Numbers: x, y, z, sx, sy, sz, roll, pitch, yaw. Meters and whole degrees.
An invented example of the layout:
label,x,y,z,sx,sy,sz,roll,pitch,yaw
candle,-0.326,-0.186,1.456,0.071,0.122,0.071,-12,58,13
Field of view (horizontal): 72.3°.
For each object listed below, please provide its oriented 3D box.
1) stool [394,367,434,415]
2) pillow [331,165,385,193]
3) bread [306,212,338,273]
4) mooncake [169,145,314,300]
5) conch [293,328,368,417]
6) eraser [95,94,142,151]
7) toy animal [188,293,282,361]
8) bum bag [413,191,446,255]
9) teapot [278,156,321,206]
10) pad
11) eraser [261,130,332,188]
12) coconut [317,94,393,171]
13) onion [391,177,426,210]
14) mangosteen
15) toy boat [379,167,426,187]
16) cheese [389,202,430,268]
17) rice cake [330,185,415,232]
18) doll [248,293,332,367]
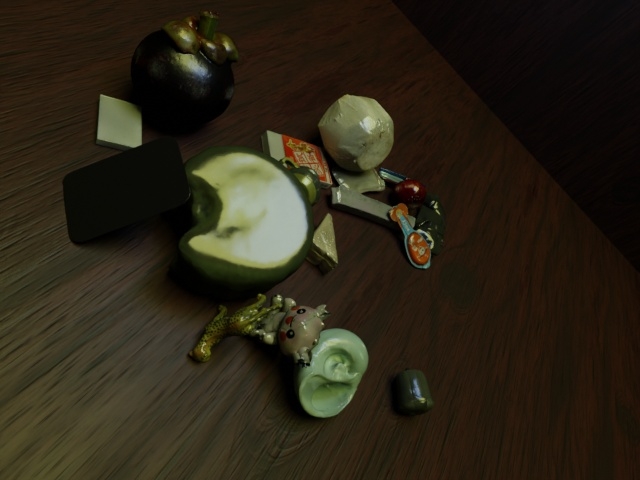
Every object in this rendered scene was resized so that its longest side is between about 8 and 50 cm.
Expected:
label,x,y,z,sx,sy,sz,roll,pitch,yaw
stool,0.247,0.405,1.172,0.096,0.096,0.110,19,45,-29
pillow,0.141,-0.220,1.567,0.233,0.038,0.130,-18,73,-44
bread,0.019,0.008,1.274,0.105,0.077,0.152,38,47,-6
mooncake,-0.190,-0.039,1.021,0.352,0.187,0.350,10,64,-21
conch,0.019,0.309,1.029,0.221,0.121,0.184,-22,83,-38
eraser,-0.502,-0.291,1.099,0.104,0.023,0.150,10,56,-35
toy animal,-0.179,0.183,0.926,0.073,0.182,0.136,63,28,-12
bum bag,0.424,-0.081,1.674,0.142,0.080,0.326,39,43,-16
teapot,-0.067,-0.174,1.294,0.165,0.131,0.119,59,25,-19
pad,-0.413,-0.112,0.923,0.267,0.004,0.181,-20,69,1
eraser,-0.075,-0.260,1.419,0.231,0.038,0.157,10,55,-36
coconut,0.113,-0.375,1.502,0.245,0.244,0.247,-9,49,-43
onion,0.329,-0.172,1.627,0.131,0.131,0.131,21,49,-27
mangosteen,-0.341,-0.456,1.142,0.275,0.302,0.274,26,33,-19
toy boat,0.312,-0.229,1.701,0.229,0.080,0.045,14,88,-33
cheese,0.317,-0.012,1.525,0.106,0.037,0.256,-35,102,-31
rice cake,0.180,-0.103,1.502,0.365,0.056,0.072,17,65,-31
doll,-0.071,0.202,0.995,0.149,0.192,0.095,-55,133,-30
